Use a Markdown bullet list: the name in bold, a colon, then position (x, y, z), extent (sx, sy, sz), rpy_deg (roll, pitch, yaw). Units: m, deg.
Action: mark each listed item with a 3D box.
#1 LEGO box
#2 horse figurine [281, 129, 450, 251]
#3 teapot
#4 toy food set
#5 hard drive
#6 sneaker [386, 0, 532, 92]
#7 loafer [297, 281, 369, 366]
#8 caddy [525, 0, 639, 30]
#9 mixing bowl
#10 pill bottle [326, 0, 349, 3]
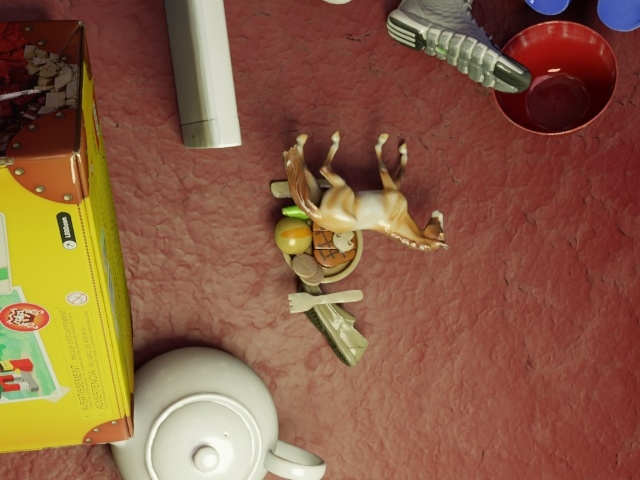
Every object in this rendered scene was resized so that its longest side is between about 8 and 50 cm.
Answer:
- **LEGO box**: position (-0.410, 0.030, 1.017), extent (0.372, 0.193, 0.500), rpy_deg (-3, 139, -8)
- **horse figurine**: position (0.055, -0.069, 1.348), extent (0.263, 0.066, 0.175), rpy_deg (3, 75, -29)
- **teapot**: position (-0.160, 0.273, 1.293), extent (0.256, 0.187, 0.253), rpy_deg (-31, 103, -12)
- **toy food set**: position (0.000, 0.000, 1.360), extent (0.132, 0.038, 0.192), rpy_deg (-7, 80, -16)
- **hard drive**: position (-0.164, -0.296, 1.212), extent (0.047, 0.233, 0.353), rpy_deg (-8, 97, -15)
- **sneaker**: position (0.222, -0.316, 1.374), extent (0.228, 0.086, 0.132), rpy_deg (28, 77, 7)
- **loafer**: position (0.019, 0.117, 1.398), extent (0.050, 0.056, 0.148), rpy_deg (-36, 101, -21)
- **caddy**: position (0.397, -0.457, 1.307), extent (0.241, 0.341, 0.179), rpy_deg (19, 64, 21)
- **mixing bowl**: position (0.352, -0.225, 1.417), extent (0.181, 0.098, 0.182), rpy_deg (-5, 72, 16)
- **pill bottle**: position (0.104, -0.524, 1.271), extent (0.392, 0.224, 0.224), rpy_deg (-42, 104, -8)
